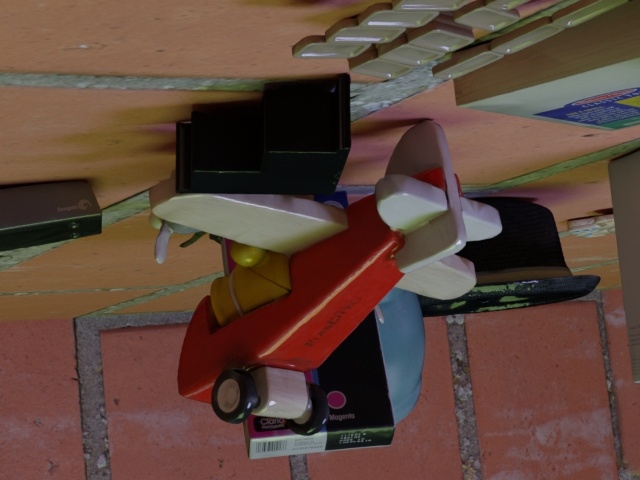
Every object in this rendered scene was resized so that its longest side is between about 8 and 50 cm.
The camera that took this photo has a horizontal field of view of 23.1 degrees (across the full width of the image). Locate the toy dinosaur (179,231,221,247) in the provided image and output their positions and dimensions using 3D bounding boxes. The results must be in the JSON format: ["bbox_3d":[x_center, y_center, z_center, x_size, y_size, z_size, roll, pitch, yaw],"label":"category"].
[{"bbox_3d":[-0.111,-0.013,2.153,0.118,0.064,0.268,-1,176,-16],"label":"toy dinosaur"}]

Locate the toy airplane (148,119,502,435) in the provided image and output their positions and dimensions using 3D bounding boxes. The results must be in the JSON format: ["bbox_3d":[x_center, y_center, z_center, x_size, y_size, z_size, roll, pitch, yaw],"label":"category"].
[{"bbox_3d":[0.000,0.000,1.721,0.384,0.272,0.386,-20,143,-13],"label":"toy airplane"}]

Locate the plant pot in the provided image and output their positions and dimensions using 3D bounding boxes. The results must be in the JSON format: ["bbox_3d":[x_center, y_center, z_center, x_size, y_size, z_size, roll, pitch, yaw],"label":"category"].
[{"bbox_3d":[0.014,0.095,2.108,0.293,0.196,0.293,10,-149,-6],"label":"plant pot"}]

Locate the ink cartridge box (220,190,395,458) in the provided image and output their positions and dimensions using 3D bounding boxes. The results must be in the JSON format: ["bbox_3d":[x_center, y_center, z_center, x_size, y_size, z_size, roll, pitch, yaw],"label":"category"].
[{"bbox_3d":[-0.023,0.085,1.932,0.175,0.371,0.069,-5,146,-7],"label":"ink cartridge box"}]

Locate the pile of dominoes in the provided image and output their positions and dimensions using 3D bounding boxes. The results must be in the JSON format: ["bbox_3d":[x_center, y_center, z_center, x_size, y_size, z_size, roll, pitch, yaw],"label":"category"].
[{"bbox_3d":[0.121,-0.184,1.159,0.251,0.040,0.196,-22,164,36],"label":"pile of dominoes"}]

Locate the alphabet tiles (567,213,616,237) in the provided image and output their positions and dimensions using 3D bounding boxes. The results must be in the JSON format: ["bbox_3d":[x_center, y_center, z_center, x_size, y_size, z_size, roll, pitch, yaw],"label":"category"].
[{"bbox_3d":[0.562,-0.038,2.629,0.284,0.021,0.278,-8,173,19],"label":"alphabet tiles"}]

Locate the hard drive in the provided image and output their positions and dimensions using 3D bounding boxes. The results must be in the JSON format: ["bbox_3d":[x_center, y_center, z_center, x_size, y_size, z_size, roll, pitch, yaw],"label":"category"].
[{"bbox_3d":[-0.384,-0.018,1.827,0.254,0.054,0.172,-10,174,-9],"label":"hard drive"}]

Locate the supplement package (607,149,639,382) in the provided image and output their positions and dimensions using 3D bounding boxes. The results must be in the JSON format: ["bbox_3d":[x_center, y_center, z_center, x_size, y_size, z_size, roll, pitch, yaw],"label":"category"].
[{"bbox_3d":[0.492,0.024,1.978,0.177,0.293,0.175,-4,173,-17],"label":"supplement package"}]

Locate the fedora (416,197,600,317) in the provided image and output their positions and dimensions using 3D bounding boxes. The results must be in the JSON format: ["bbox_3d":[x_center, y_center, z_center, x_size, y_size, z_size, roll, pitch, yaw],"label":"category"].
[{"bbox_3d":[0.238,0.022,2.306,0.334,0.152,0.334,-6,173,-1],"label":"fedora"}]

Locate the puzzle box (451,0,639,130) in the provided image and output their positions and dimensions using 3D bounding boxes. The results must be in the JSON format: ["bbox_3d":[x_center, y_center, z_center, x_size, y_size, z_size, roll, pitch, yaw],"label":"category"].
[{"bbox_3d":[0.349,-0.167,1.329,0.409,0.052,0.272,-12,171,39],"label":"puzzle box"}]

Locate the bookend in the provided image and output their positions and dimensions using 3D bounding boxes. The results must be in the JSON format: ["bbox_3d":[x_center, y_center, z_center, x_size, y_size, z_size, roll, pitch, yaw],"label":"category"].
[{"bbox_3d":[-0.057,-0.097,1.461,0.157,0.072,0.156,0,166,-5],"label":"bookend"}]
